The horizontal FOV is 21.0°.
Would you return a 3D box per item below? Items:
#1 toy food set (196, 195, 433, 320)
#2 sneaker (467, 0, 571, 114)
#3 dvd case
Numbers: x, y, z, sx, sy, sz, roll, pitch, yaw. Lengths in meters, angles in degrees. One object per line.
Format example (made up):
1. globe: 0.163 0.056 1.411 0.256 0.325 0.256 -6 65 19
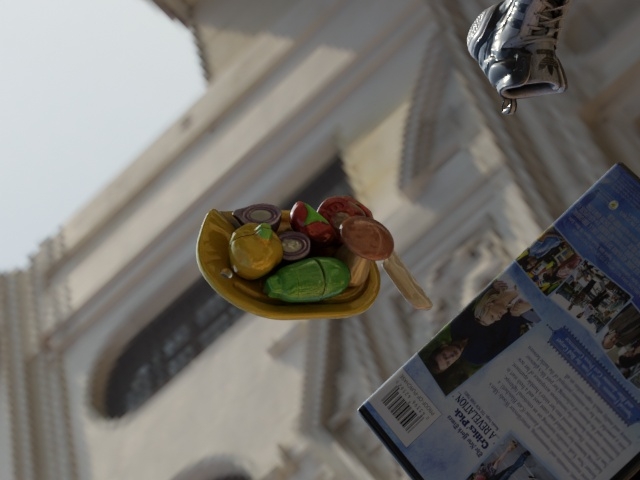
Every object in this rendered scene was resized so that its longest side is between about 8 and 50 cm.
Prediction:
1. toy food set: 0.000 0.000 1.513 0.218 0.071 0.128 -2 -132 -33
2. sneaker: 0.294 -0.281 2.251 0.101 0.268 0.153 3 -126 -28
3. dvd case: 0.164 0.087 1.139 0.180 0.253 0.022 49 -176 38
